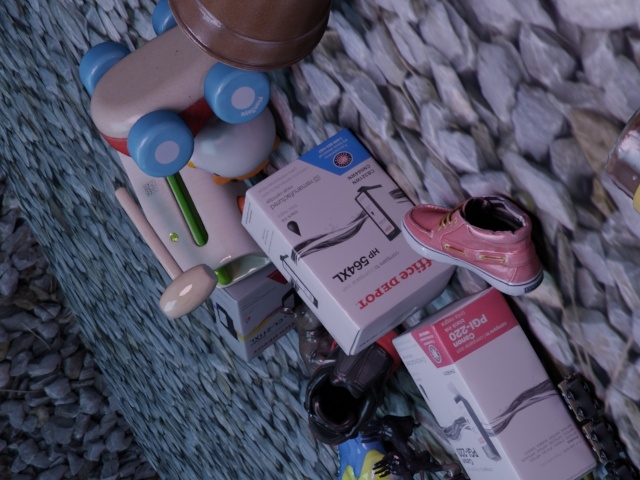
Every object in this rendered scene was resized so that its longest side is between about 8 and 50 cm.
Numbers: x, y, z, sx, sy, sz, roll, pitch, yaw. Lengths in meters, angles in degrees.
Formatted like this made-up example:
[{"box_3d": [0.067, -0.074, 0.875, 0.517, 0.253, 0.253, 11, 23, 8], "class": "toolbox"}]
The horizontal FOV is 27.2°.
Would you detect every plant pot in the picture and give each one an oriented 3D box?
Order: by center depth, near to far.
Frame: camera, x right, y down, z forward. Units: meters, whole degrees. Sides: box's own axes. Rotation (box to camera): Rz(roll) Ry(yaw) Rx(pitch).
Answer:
[{"box_3d": [-0.042, -0.267, 1.218, 0.167, 0.167, 0.165, 55, 152, 5], "class": "plant pot"}]

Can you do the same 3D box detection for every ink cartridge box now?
[{"box_3d": [0.184, 0.172, 1.428, 0.218, 0.092, 0.158, 59, 164, 2], "class": "ink cartridge box"}, {"box_3d": [0.032, 0.001, 1.461, 0.203, 0.148, 0.086, 50, 158, 16], "class": "ink cartridge box"}, {"box_3d": [-0.085, 0.077, 1.898, 0.072, 0.127, 0.175, 43, 158, 27], "class": "ink cartridge box"}]

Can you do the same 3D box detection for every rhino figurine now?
[{"box_3d": [0.010, 0.160, 1.889, 0.106, 0.073, 0.243, 17, 136, 57], "class": "rhino figurine"}]

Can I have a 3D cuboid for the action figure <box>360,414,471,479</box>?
[{"box_3d": [0.159, 0.352, 1.738, 0.275, 0.141, 0.164, 39, 148, 46], "class": "action figure"}]

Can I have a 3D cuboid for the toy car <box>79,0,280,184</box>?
[{"box_3d": [-0.142, -0.138, 1.613, 0.219, 0.210, 0.238, 51, 176, 46], "class": "toy car"}]

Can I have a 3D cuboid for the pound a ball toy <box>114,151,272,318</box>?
[{"box_3d": [-0.166, -0.064, 1.716, 0.319, 0.135, 0.208, 64, -164, 14], "class": "pound a ball toy"}]

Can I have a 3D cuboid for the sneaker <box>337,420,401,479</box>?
[{"box_3d": [0.066, 0.333, 2.045, 0.240, 0.091, 0.126, 128, 126, -70], "class": "sneaker"}]

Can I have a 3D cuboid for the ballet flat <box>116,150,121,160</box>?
[{"box_3d": [-0.237, -0.096, 2.073, 0.248, 0.086, 0.086, 53, 161, 8], "class": "ballet flat"}]

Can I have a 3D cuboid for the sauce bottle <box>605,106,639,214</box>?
[{"box_3d": [0.334, 0.035, 0.845, 0.344, 0.111, 0.111, 50, 160, 22], "class": "sauce bottle"}]

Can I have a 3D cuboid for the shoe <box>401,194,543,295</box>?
[{"box_3d": [0.144, -0.015, 1.303, 0.178, 0.063, 0.081, 30, 147, 42], "class": "shoe"}]

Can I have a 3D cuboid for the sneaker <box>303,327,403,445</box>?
[{"box_3d": [0.025, 0.211, 1.745, 0.097, 0.135, 0.276, 29, 143, 4], "class": "sneaker"}]

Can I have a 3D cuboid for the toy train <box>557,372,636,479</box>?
[{"box_3d": [0.288, 0.201, 1.356, 0.158, 0.027, 0.036, 60, 173, -13], "class": "toy train"}]

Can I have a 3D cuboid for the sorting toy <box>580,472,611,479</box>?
[{"box_3d": [0.336, 0.331, 1.414, 0.274, 0.046, 0.132, 41, 155, 39], "class": "sorting toy"}]
